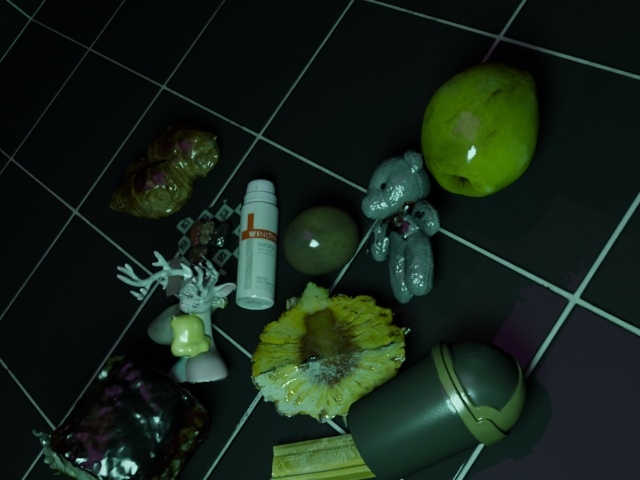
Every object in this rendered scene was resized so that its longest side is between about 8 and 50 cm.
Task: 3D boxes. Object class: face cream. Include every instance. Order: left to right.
[{"bbox_3d":[-0.159,-0.001,1.764,0.101,0.102,0.346,-12,64,25],"label":"face cream"}]

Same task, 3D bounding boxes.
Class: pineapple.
[{"bbox_3d":[0.018,0.247,1.534,0.344,0.209,0.286,-13,30,-2],"label":"pineapple"}]

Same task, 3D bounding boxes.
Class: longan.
[{"bbox_3d":[0.000,0.000,1.633,0.189,0.189,0.189,-13,62,25],"label":"longan"}]

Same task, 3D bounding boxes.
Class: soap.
[{"bbox_3d":[0.012,0.467,1.462,0.251,0.037,0.092,-15,46,20],"label":"soap"}]

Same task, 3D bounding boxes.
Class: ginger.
[{"bbox_3d":[-0.465,-0.204,2.005,0.274,0.152,0.357,37,87,37],"label":"ginger"}]

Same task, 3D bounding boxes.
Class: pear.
[{"bbox_3d":[0.351,-0.247,1.496,0.252,0.253,0.307,18,77,35],"label":"pear"}]

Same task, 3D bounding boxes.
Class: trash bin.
[{"bbox_3d":[0.233,0.314,1.323,0.333,0.214,0.214,-32,55,20],"label":"trash bin"}]

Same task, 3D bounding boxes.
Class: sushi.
[{"bbox_3d":[-0.419,0.431,1.513,0.281,0.300,0.294,20,56,27],"label":"sushi"},{"bbox_3d":[-0.310,-0.004,1.881,0.219,0.047,0.232,-23,58,17],"label":"sushi"}]

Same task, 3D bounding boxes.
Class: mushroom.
[{"bbox_3d":[-0.343,0.193,1.785,0.225,0.093,0.116,-33,34,19],"label":"mushroom"}]

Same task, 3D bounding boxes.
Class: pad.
[{"bbox_3d":[-0.350,0.078,1.897,0.187,0.006,0.113,-22,57,18],"label":"pad"}]

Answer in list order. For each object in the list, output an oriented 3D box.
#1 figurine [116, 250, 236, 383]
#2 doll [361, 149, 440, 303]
[{"bbox_3d":[-0.303,0.174,1.604,0.206,0.284,0.316,-9,86,19],"label":"figurine"},{"bbox_3d":[0.168,-0.037,1.529,0.246,0.158,0.341,154,123,-64],"label":"doll"}]
